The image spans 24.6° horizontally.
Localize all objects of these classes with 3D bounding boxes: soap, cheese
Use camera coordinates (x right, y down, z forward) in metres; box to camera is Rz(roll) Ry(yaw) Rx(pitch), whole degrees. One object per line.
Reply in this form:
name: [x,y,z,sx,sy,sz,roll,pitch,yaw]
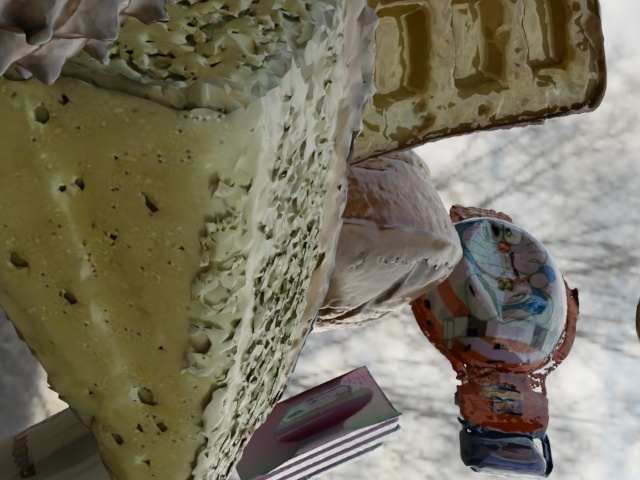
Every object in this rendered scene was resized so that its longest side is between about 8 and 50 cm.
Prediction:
soap: [-0.005,0.165,1.261,0.100,0.149,0.056,72,-6,-69]
cheese: [0.187,0.102,1.570,0.129,0.217,0.329,123,-27,-51]

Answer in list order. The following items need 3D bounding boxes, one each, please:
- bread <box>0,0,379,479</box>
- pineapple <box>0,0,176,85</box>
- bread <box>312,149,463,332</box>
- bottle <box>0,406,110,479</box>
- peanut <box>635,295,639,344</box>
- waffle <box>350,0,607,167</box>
bread: [-0.126,-0.023,0.831,0.248,0.279,0.315,-66,177,-59]
pineapple: [-0.171,-0.119,0.532,0.357,0.223,0.223,-54,-177,-26]
bread: [0.000,0.000,1.248,0.195,0.270,0.142,-26,-114,34]
bottle: [-0.193,0.187,1.058,0.110,0.233,0.110,62,-5,9]
peanut: [0.374,0.051,1.379,0.103,0.229,0.098,57,-42,20]
waffle: [0.064,-0.207,1.074,0.077,0.348,0.304,14,-65,54]
